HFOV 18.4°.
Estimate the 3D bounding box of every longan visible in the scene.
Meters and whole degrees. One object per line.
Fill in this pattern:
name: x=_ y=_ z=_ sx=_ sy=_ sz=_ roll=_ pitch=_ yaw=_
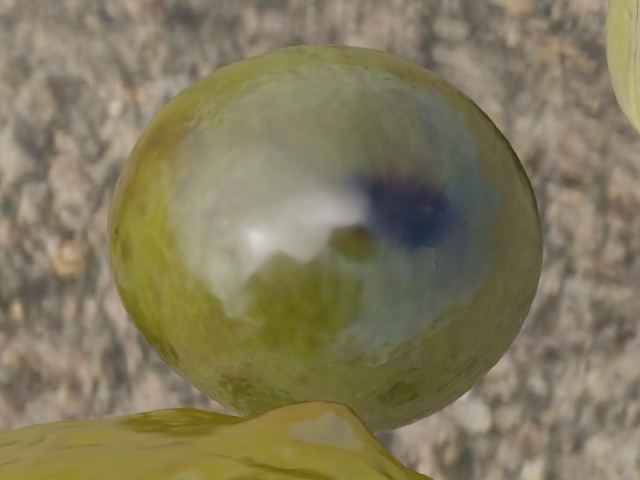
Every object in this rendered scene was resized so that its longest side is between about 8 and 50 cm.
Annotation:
longan: x=0.000 y=0.000 z=0.737 sx=0.154 sy=0.176 sz=0.145 roll=41 pitch=83 yaw=-9

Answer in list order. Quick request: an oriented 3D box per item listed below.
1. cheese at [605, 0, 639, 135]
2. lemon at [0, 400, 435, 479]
cheese: x=0.284 y=-0.142 z=1.192 sx=0.214 sy=0.117 sz=0.226 roll=9 pitch=98 yaw=-3
lemon: x=-0.042 y=0.167 z=0.449 sx=0.285 sy=0.316 sz=0.285 roll=-2 pitch=75 yaw=8
